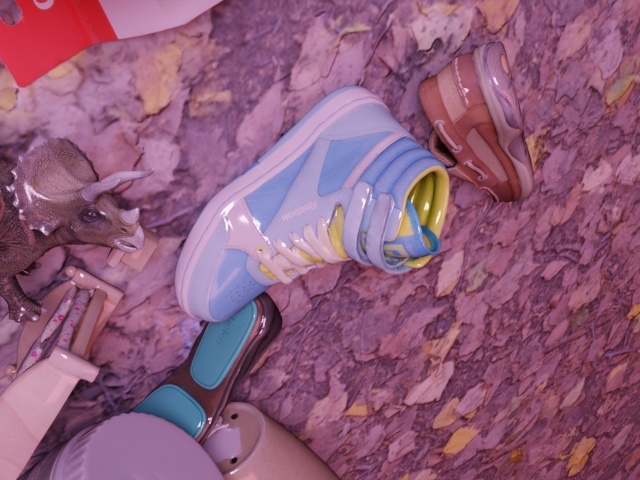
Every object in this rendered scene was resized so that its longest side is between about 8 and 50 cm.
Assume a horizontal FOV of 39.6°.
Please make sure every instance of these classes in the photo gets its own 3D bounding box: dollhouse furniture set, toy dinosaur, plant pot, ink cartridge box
[{"bbox_3d":[-0.305,0.131,0.745,0.174,0.303,0.355,31,100,-14],"label":"dollhouse furniture set"},{"bbox_3d":[-0.296,-0.021,0.720,0.314,0.121,0.160,5,121,-9],"label":"toy dinosaur"},{"bbox_3d":[-0.082,0.350,1.160,0.256,0.256,0.274,-34,125,-17],"label":"plant pot"},{"bbox_3d":[-0.170,-0.232,0.687,0.225,0.056,0.181,-38,142,-15],"label":"ink cartridge box"}]

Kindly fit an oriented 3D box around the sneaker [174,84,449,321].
[{"bbox_3d":[0.000,0.000,0.929,0.319,0.208,0.127,-48,144,2],"label":"sneaker"}]

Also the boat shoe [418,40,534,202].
[{"bbox_3d":[0.190,-0.131,1.094,0.116,0.123,0.324,-15,154,12],"label":"boat shoe"}]

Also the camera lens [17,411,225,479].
[{"bbox_3d":[-0.248,0.334,0.929,0.274,0.219,0.219,-40,147,23],"label":"camera lens"}]

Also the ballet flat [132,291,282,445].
[{"bbox_3d":[-0.135,0.182,1.059,0.280,0.095,0.096,-51,152,5],"label":"ballet flat"}]
